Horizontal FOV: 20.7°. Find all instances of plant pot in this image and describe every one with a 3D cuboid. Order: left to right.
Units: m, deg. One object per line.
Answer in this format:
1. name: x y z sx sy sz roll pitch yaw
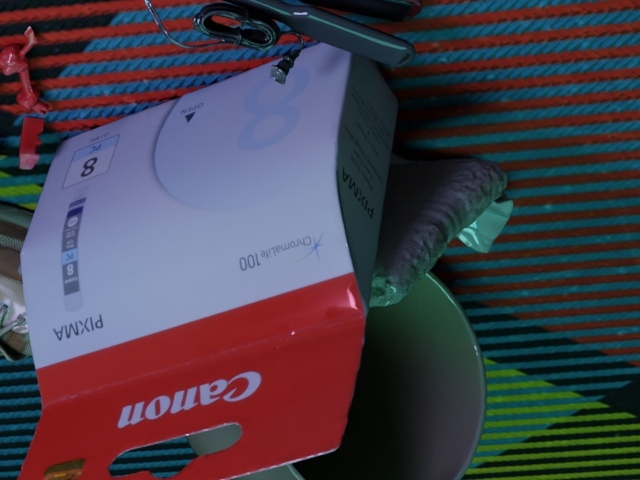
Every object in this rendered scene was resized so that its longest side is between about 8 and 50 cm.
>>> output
1. plant pot: -0.021 0.154 1.734 0.256 0.256 0.274 21 159 -28

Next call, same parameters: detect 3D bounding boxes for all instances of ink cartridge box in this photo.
1. ink cartridge box: -0.108 0.027 1.378 0.308 0.385 0.091 -17 128 25

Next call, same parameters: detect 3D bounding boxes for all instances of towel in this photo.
1. towel: 0.000 0.000 1.476 0.282 0.187 0.049 -3 121 40

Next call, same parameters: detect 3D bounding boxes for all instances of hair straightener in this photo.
1. hair straightener: -0.033 -0.169 1.347 0.230 0.089 0.047 13 161 -19

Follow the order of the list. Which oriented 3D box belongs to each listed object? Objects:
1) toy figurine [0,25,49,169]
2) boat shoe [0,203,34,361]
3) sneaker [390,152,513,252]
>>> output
1. toy figurine: -0.407 -0.057 1.407 0.362 0.217 0.191 8 146 -12
2. boat shoe: -0.279 0.049 1.655 0.324 0.116 0.123 10 145 -15
3. sneaker: 0.107 -0.050 1.572 0.152 0.054 0.061 31 105 -24
